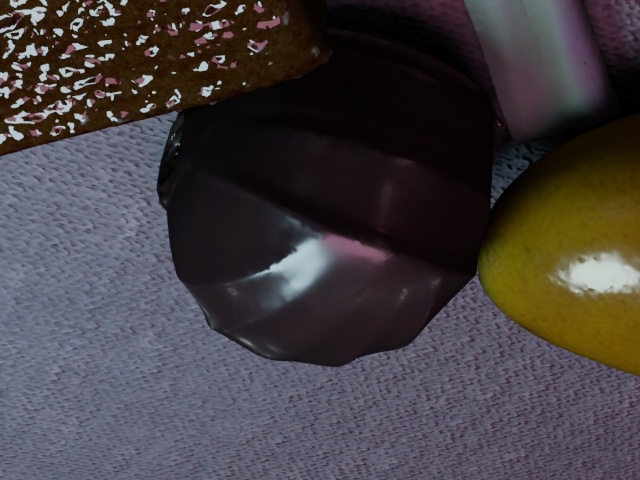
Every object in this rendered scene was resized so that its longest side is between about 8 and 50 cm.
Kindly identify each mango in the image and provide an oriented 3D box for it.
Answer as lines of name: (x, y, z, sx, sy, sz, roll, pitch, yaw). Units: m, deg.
mango: (0.304, 0.009, 1.050, 0.378, 0.221, 0.264, 4, 155, -1)

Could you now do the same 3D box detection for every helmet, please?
helmet: (0.000, 0.000, 1.034, 0.225, 0.177, 0.305, 16, 141, -19)

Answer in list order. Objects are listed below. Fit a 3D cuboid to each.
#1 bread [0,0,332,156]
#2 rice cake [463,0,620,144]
bread: (-0.213, -0.135, 0.908, 0.416, 0.113, 0.165, -13, 143, 10)
rice cake: (0.144, -0.145, 0.980, 0.080, 0.042, 0.222, -10, 143, 17)
